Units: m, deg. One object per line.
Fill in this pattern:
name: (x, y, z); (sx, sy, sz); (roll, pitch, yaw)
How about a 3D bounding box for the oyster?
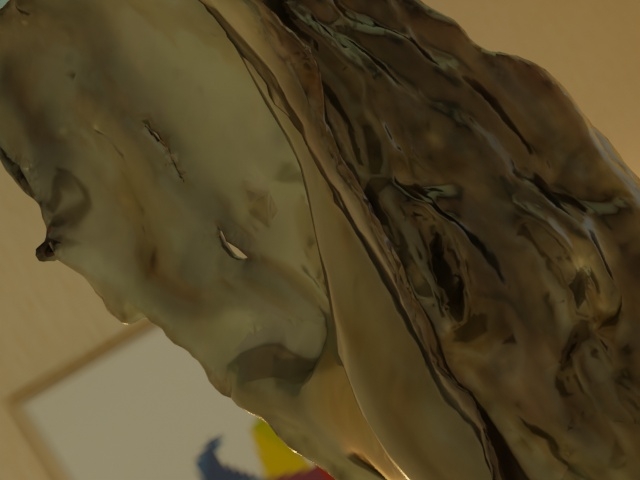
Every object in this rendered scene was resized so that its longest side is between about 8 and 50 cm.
oyster: (0.007, -0.008, 0.414); (0.100, 0.271, 0.275); (-49, -168, -9)
